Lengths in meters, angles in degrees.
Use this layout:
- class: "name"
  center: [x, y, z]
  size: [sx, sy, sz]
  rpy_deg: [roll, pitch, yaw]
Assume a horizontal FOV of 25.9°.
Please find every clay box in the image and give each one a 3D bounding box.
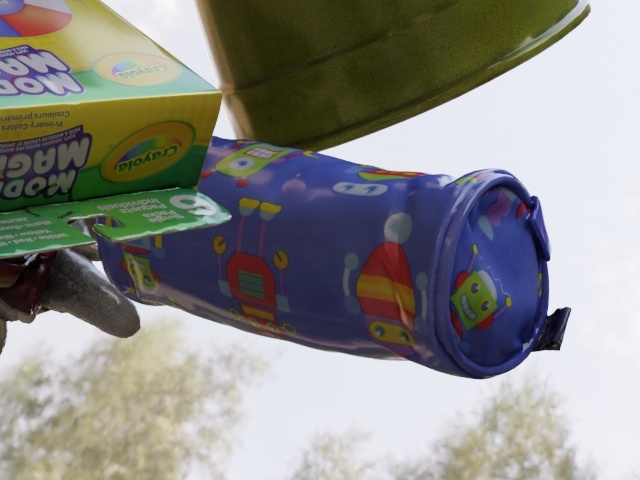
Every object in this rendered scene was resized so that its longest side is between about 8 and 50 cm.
- class: "clay box"
  center: [-0.140, -0.073, 0.569]
  size: [0.222, 0.127, 0.053]
  rpy_deg: [38, -57, 35]

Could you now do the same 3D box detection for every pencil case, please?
- class: "pencil case"
  center: [0.000, 0.000, 0.846]
  size: [0.306, 0.133, 0.119]
  rpy_deg: [10, -54, 41]

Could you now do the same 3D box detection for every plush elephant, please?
- class: "plush elephant"
  center: [-0.264, 0.003, 1.196]
  size: [0.330, 0.272, 0.255]
  rpy_deg: [28, -12, 39]

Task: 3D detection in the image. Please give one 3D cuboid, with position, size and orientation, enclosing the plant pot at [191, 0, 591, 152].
- class: "plant pot"
  center: [0.014, -0.307, 1.283]
  size: [0.366, 0.366, 0.353]
  rpy_deg: [-17, -75, 29]
